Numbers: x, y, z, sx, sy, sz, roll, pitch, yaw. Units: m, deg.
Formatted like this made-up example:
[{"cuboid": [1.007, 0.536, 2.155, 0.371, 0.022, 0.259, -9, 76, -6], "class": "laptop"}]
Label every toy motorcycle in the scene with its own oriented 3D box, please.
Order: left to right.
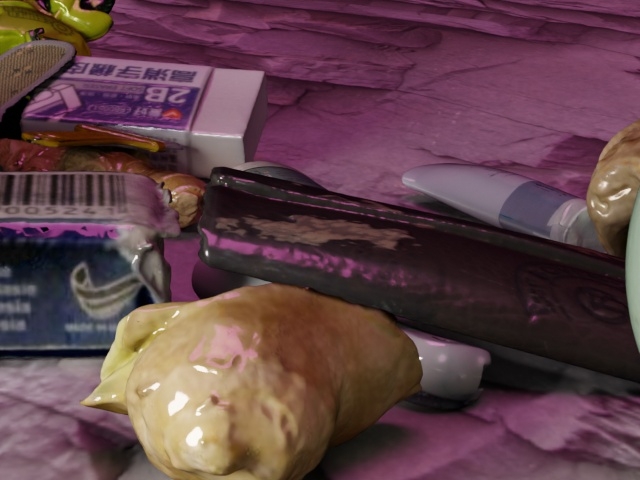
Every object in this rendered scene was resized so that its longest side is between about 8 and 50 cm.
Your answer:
[{"cuboid": [-0.379, -0.199, 1.853, 0.342, 0.142, 0.206, -5, 45, -7], "class": "toy motorcycle"}]

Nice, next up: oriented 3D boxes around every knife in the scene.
[{"cuboid": [0.011, 0.056, 1.168, 0.073, 0.040, 0.265, 4, 10, -40], "class": "knife"}]

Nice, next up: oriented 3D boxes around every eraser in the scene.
[{"cuboid": [-0.259, 0.015, 1.164, 0.332, 0.101, 0.155, -1, 17, -8], "class": "eraser"}, {"cuboid": [-0.163, -0.116, 1.678, 0.210, 0.068, 0.124, 5, 35, 7], "class": "eraser"}]

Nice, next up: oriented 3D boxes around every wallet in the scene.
[{"cuboid": [0.078, 0.013, 1.163, 0.321, 0.044, 0.170, 15, 21, -5], "class": "wallet"}]

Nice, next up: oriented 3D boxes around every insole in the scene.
[{"cuboid": [-0.326, -0.109, 1.608, 0.109, 0.007, 0.322, 9, 36, 26], "class": "insole"}]

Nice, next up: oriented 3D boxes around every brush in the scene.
[{"cuboid": [-0.192, -0.085, 1.504, 0.082, 0.010, 0.218, 14, 8, 16], "class": "brush"}]

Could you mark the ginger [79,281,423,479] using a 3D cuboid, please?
[{"cuboid": [-0.014, 0.090, 0.956, 0.193, 0.115, 0.122, 3, 34, -28], "class": "ginger"}]

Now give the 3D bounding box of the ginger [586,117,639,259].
[{"cuboid": [0.338, -0.019, 1.326, 0.276, 0.130, 0.221, -18, 33, -39], "class": "ginger"}]

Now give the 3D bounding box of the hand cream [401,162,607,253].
[{"cuboid": [0.158, -0.034, 1.513, 0.079, 0.048, 0.255, 1, 11, -26], "class": "hand cream"}]

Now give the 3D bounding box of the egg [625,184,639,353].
[{"cuboid": [0.311, 0.005, 0.926, 0.276, 0.276, 0.389, 12, 14, 35], "class": "egg"}]

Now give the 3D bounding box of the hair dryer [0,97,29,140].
[{"cuboid": [-0.407, -0.120, 1.708, 0.352, 0.107, 0.189, 4, 11, -26], "class": "hair dryer"}]

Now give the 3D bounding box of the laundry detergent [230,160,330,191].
[{"cuboid": [0.000, 0.000, 1.306, 0.099, 0.070, 0.226, 20, 6, -28], "class": "laundry detergent"}]

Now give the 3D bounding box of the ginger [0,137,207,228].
[{"cuboid": [-0.182, -0.046, 1.496, 0.133, 0.059, 0.214, 1, 14, -36], "class": "ginger"}]
